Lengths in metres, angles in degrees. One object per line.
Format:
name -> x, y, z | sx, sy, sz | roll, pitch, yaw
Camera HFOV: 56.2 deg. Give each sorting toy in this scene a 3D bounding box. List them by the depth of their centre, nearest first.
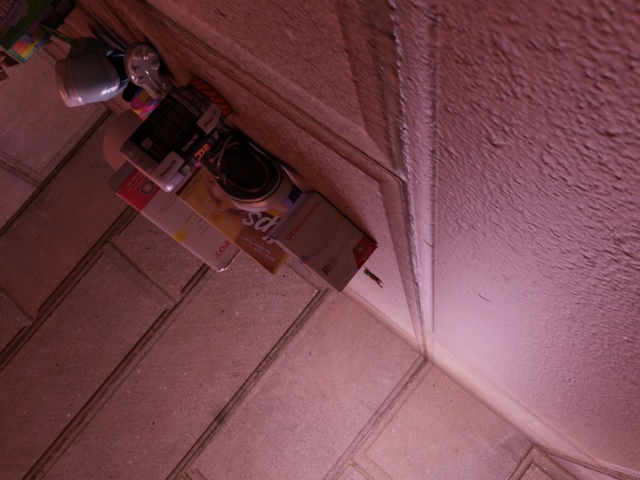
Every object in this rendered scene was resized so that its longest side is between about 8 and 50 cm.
sorting toy -> 0.148, 0.106, 1.706 | 0.062, 0.012, 0.083 | 42, 179, 28

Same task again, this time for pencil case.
pencil case -> -0.331, -0.276, 1.402 | 0.104, 0.104, 0.236 | 34, 170, 45

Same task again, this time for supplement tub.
supplement tub -> -0.255, -0.191, 1.073 | 0.117, 0.190, 0.117 | 40, 175, 4

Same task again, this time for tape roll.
tape roll -> -0.549, -0.288, 1.934 | 0.169, 0.246, 0.246 | 36, 173, 31

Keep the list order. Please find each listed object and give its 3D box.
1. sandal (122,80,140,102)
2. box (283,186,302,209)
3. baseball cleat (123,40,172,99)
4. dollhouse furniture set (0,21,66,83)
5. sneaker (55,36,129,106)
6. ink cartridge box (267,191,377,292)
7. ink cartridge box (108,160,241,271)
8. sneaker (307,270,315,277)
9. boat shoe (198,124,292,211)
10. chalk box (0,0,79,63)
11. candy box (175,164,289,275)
sandal -> -0.492, -0.397, 1.646 | 0.179, 0.067, 0.040 | 31, -179, 43
box -> -0.036, -0.070, 1.397 | 0.225, 0.036, 0.136 | 40, 174, -22
baseball cleat -> -0.352, -0.340, 1.157 | 0.109, 0.072, 0.206 | 45, 171, 7
dollhouse furniture set -> -0.762, -0.533, 1.475 | 0.135, 0.262, 0.259 | 43, -155, -14
sneaker -> -0.500, -0.395, 1.397 | 0.366, 0.150, 0.135 | -109, 12, -57
ink cartridge box -> 0.000, 0.000, 1.249 | 0.176, 0.128, 0.127 | 42, 174, -14
ink cartridge box -> -0.361, -0.134, 1.729 | 0.385, 0.279, 0.160 | 43, 171, -30
sneaker -> 0.009, 0.062, 1.754 | 0.103, 0.111, 0.252 | 36, 174, 31
boat shoe -> -0.193, -0.164, 1.239 | 0.335, 0.121, 0.119 | 32, 168, 41
chalk box -> -0.637, -0.492, 1.233 | 0.289, 0.179, 0.180 | 41, 175, -16
candy box -> -0.174, -0.078, 1.473 | 0.316, 0.183, 0.087 | 43, 173, -34
